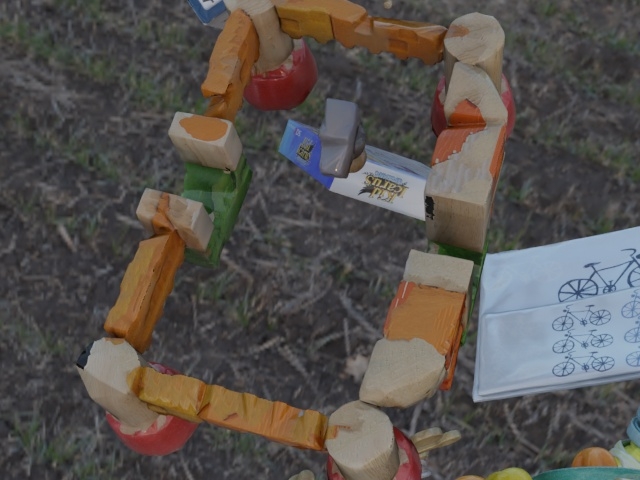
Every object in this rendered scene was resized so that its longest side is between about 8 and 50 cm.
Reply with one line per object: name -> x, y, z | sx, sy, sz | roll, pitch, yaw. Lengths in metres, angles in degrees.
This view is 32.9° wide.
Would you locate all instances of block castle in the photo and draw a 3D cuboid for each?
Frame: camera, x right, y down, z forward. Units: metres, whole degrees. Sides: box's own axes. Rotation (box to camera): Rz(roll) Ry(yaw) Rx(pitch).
block castle -> 0.000, 0.000, 1.003 | 0.303, 0.213, 0.453 | 13, 70, 13

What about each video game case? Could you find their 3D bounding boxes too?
video game case -> 0.088, -0.097, 1.620 | 0.244, 0.061, 0.269 | 17, 10, -22

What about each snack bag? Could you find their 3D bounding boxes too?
snack bag -> 0.392, 0.095, 1.650 | 0.323, 0.037, 0.342 | -12, 35, 21

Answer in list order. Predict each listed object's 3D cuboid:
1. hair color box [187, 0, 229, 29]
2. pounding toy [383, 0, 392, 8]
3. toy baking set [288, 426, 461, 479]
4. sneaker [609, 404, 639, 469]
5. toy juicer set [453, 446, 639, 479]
hair color box -> -0.014, -0.400, 1.349 | 0.347, 0.174, 0.105 | -33, 92, 10
pounding toy -> 0.105, -0.479, 1.729 | 0.155, 0.154, 0.269 | 50, 20, 14
toy baking set -> 0.045, 0.256, 1.148 | 0.197, 0.256, 0.030 | -10, 66, -20
sneaker -> 0.391, 0.292, 1.405 | 0.319, 0.208, 0.127 | -8, 27, -16
toy juicer set -> 0.276, 0.259, 1.160 | 0.209, 0.329, 0.089 | 23, 60, -39
